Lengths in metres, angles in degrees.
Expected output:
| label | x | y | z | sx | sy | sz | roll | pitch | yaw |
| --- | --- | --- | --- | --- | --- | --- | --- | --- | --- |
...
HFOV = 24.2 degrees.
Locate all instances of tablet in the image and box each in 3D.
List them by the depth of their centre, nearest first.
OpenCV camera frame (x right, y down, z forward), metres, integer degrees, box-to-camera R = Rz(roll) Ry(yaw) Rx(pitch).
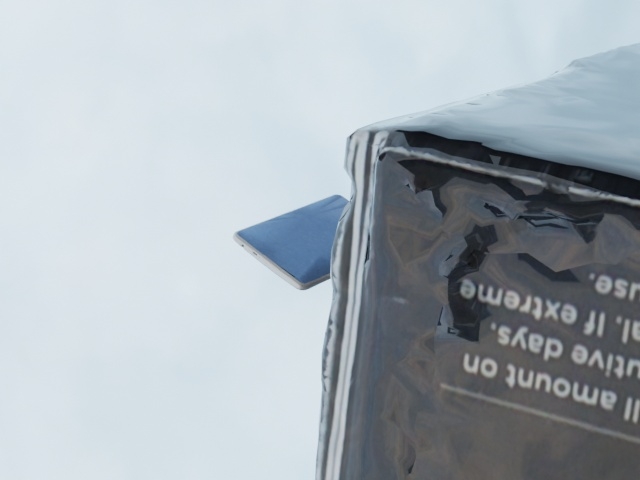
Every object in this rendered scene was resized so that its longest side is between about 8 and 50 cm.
| label | x | y | z | sx | sy | sz | roll | pitch | yaw |
| --- | --- | --- | --- | --- | --- | --- | --- | --- | --- |
| tablet | 0.000 | 0.000 | 0.786 | 0.083 | 0.054 | 0.006 | -22 | -42 | -43 |

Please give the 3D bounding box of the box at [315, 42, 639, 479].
| label | x | y | z | sx | sy | sz | roll | pitch | yaw |
| --- | --- | --- | --- | --- | --- | --- | --- | --- | --- |
| box | 0.213 | 0.176 | 0.625 | 0.480 | 0.297 | 0.472 | -23 | -56 | -60 |
